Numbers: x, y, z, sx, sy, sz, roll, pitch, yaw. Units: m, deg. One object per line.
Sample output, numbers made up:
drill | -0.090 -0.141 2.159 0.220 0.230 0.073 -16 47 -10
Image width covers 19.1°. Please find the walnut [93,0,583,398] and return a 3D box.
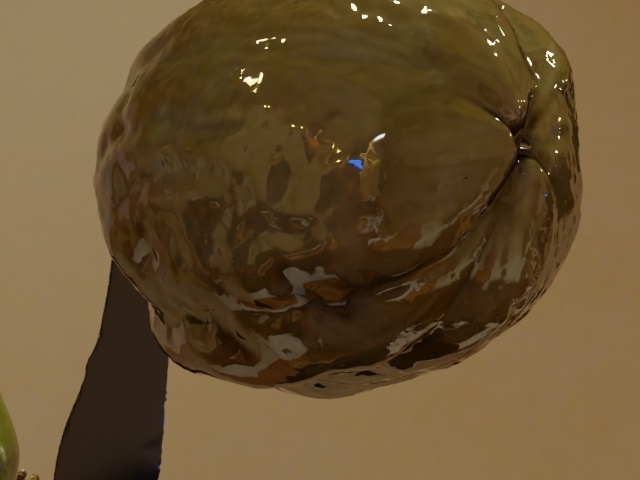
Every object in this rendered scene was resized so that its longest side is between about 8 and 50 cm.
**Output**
walnut | 0.015 -0.034 1.001 0.283 0.283 0.227 -17 -55 43

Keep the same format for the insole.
insole | -0.149 0.108 1.438 0.007 0.322 0.109 -5 -21 37

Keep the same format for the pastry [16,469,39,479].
pastry | -0.389 0.345 1.902 0.311 0.255 0.162 -23 -47 -10

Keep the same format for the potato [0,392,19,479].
potato | -0.361 0.163 1.661 0.186 0.148 0.253 13 12 -45
